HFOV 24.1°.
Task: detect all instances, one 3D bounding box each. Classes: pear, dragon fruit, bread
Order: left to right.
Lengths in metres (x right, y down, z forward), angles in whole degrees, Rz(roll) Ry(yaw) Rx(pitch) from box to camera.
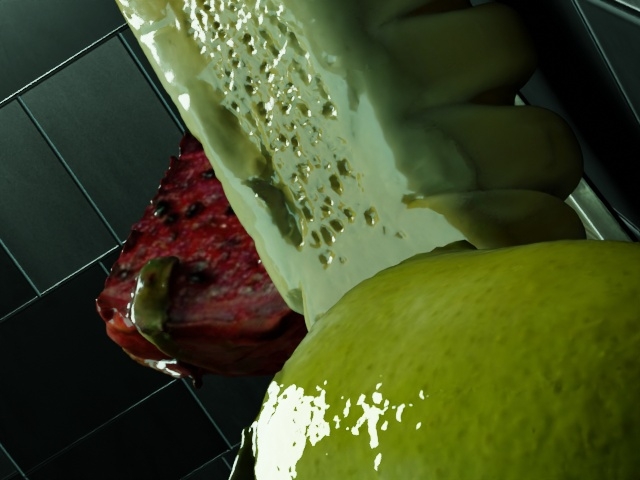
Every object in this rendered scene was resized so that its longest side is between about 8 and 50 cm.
[{"bbox_3d":[0.000,0.000,1.143,0.302,0.330,0.240,-44,-55,-56],"label":"dragon fruit"},{"bbox_3d":[0.010,-0.094,0.704,0.121,0.173,0.311,-24,-95,-43],"label":"bread"},{"bbox_3d":[0.114,0.089,0.504,0.267,0.267,0.178,58,152,15],"label":"pear"}]

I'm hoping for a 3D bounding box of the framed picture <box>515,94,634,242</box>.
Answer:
[{"bbox_3d":[0.151,-0.001,0.843,0.203,0.015,0.150,60,-178,40],"label":"framed picture"}]
